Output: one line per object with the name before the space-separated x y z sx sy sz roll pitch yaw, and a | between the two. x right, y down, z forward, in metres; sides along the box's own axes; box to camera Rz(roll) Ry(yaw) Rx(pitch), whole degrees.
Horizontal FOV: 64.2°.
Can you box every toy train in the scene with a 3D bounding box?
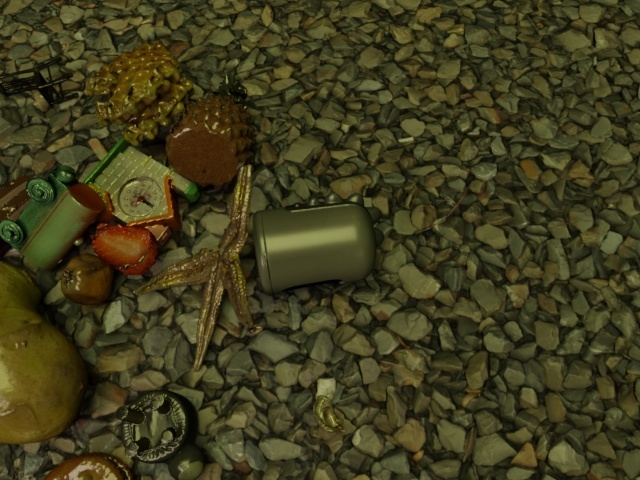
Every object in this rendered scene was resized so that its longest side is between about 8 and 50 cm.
toy train | -0.660 -0.051 1.263 0.177 0.116 0.285 43 112 -11

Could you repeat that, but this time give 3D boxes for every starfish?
starfish | -0.260 0.078 1.208 0.397 0.132 0.384 -27 61 25

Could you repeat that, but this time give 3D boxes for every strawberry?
strawberry | -0.477 0.017 1.263 0.188 0.082 0.121 22 74 25

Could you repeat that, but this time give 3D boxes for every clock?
clock | -0.478 -0.116 1.353 0.255 0.106 0.220 29 72 11

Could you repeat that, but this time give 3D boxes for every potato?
potato | -0.672 0.270 1.171 0.295 0.290 0.397 22 27 -20

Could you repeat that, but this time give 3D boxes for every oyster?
oyster | 0.019 0.409 1.192 0.080 0.038 0.083 13 43 -5

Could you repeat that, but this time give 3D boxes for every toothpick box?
toothpick box | 0.000 0.000 1.245 0.315 0.229 0.229 -9 69 -4

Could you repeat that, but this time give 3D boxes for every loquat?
loquat | -0.575 0.095 1.257 0.112 0.137 0.137 10 68 15

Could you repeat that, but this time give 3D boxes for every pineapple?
pineapple | -0.271 -0.319 1.379 0.222 0.223 0.358 4 45 2

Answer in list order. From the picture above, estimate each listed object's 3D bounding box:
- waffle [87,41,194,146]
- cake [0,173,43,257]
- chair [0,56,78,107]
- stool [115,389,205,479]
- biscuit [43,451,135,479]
waffle | -0.493 -0.411 1.395 0.261 0.151 0.324 -35 47 -3
cake | -0.839 -0.056 1.355 0.115 0.113 0.295 30 60 5
chair | -0.840 -0.448 1.501 0.212 0.084 0.102 -22 66 -8
stool | -0.342 0.420 1.125 0.227 0.139 0.153 23 72 12
biscuit | -0.511 0.576 1.104 0.220 0.066 0.221 -1 71 2
